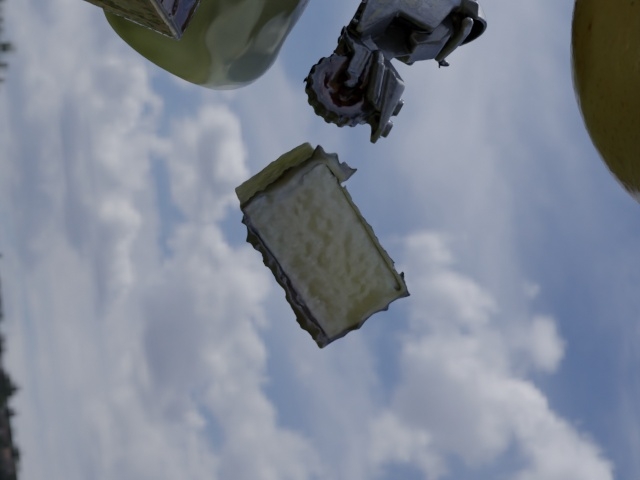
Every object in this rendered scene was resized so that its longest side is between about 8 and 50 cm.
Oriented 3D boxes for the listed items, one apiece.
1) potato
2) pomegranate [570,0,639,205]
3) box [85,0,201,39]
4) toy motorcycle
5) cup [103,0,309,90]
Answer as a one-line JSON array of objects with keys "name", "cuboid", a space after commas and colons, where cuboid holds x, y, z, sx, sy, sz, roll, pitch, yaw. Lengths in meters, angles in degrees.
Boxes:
[{"name": "potato", "cuboid": [-0.001, -0.002, 1.063, 0.122, 0.086, 0.061, 59, -4, -19]}, {"name": "pomegranate", "cuboid": [0.368, -0.116, 1.123, 0.416, 0.416, 0.417, 174, -90, -72]}, {"name": "box", "cuboid": [-0.167, -0.218, 0.985, 0.240, 0.159, 0.071, 59, 54, -75]}, {"name": "toy motorcycle", "cuboid": [0.071, -0.171, 1.406, 0.215, 0.122, 0.080, -63, -178, -30]}, {"name": "cup", "cuboid": [-0.110, -0.275, 1.426, 0.255, 0.173, 0.202, 44, -70, 27]}]
